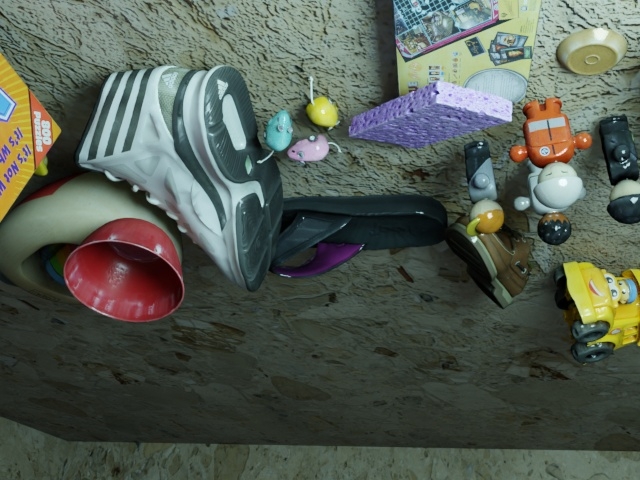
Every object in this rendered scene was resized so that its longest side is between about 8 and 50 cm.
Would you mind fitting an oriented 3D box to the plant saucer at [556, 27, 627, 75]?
[{"bbox_3d":[0.332,-0.226,0.980,0.083,0.015,0.083,6,154,3],"label":"plant saucer"}]

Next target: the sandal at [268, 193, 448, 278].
[{"bbox_3d":[0.000,-0.001,1.415,0.446,0.107,0.167,-5,151,24],"label":"sandal"}]

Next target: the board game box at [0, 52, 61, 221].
[{"bbox_3d":[-0.619,-0.122,0.956,0.356,0.356,0.356,-7,135,27],"label":"board game box"}]

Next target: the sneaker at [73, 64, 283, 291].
[{"bbox_3d":[-0.215,-0.098,1.241,0.257,0.169,0.447,9,143,16],"label":"sneaker"}]

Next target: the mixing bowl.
[{"bbox_3d":[-0.289,0.032,1.227,0.181,0.098,0.181,3,135,3],"label":"mixing bowl"}]

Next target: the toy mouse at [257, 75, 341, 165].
[{"bbox_3d":[-0.031,-0.143,1.153,0.143,0.031,0.161,-33,146,12],"label":"toy mouse"}]

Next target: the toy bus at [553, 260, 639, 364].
[{"bbox_3d":[0.560,0.122,1.505,0.211,0.149,0.220,-14,147,12],"label":"toy bus"}]

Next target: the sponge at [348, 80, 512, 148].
[{"bbox_3d":[0.140,-0.161,1.064,0.117,0.031,0.210,8,172,-28],"label":"sponge"}]

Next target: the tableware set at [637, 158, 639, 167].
[{"bbox_3d":[0.512,-0.114,1.101,0.141,0.020,0.169,4,177,8],"label":"tableware set"}]

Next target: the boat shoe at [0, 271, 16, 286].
[{"bbox_3d":[-0.516,0.056,1.694,0.320,0.103,0.118,10,135,-19],"label":"boat shoe"}]

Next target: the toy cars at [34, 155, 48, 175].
[{"bbox_3d":[-0.583,-0.154,1.288,0.394,0.087,0.176,-10,142,38],"label":"toy cars"}]

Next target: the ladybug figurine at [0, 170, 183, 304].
[{"bbox_3d":[-0.419,-0.005,1.451,0.305,0.162,0.449,28,146,-34],"label":"ladybug figurine"}]

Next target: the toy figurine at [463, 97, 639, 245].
[{"bbox_3d":[0.316,-0.078,1.095,0.213,0.148,0.209,7,157,-32],"label":"toy figurine"}]

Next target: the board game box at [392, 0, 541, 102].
[{"bbox_3d":[0.169,-0.251,0.940,0.165,0.042,0.243,3,154,9],"label":"board game box"}]

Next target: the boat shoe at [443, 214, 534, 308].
[{"bbox_3d":[0.299,0.015,1.386,0.111,0.104,0.307,45,179,29],"label":"boat shoe"}]
